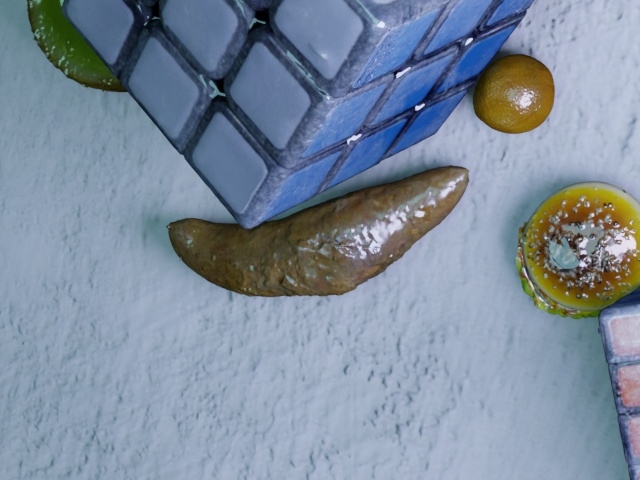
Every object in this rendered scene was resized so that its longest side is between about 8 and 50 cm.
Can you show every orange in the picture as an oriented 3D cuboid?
[{"bbox_3d":[0.190,-0.144,1.650,0.085,0.085,0.085,2,95,24],"label":"orange"}]

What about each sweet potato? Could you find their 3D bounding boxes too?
[{"bbox_3d":[-0.001,0.004,1.735,0.341,0.092,0.114,-12,72,23],"label":"sweet potato"}]

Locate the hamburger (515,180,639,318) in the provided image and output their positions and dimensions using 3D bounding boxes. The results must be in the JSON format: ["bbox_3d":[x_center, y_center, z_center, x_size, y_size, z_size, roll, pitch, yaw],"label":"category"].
[{"bbox_3d":[0.256,0.010,1.626,0.141,0.081,0.126,-26,83,22],"label":"hamburger"}]

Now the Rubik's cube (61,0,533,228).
[{"bbox_3d":[-0.008,-0.246,1.555,0.304,0.301,0.305,48,136,15],"label":"Rubik's cube"}]

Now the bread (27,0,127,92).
[{"bbox_3d":[-0.213,-0.271,1.820,0.236,0.070,0.236,1,93,23],"label":"bread"}]

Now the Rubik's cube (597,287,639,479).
[{"bbox_3d":[0.403,0.140,1.489,0.237,0.237,0.238,-9,91,26],"label":"Rubik's cube"}]
